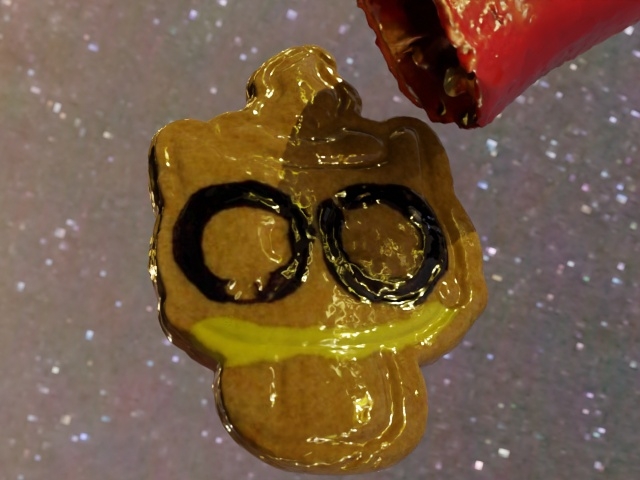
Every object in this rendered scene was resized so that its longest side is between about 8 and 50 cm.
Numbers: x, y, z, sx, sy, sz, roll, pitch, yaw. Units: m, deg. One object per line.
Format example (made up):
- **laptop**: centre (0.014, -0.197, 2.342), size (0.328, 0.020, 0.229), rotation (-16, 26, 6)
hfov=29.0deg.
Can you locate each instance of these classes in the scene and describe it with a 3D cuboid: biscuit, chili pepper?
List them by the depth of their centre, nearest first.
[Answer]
- **biscuit**: centre (0.000, 0.000, 0.755), size (0.041, 0.208, 0.290), rotation (114, -28, -61)
- **chili pepper**: centre (0.187, -0.203, 0.776), size (0.338, 0.134, 0.131), rotation (-33, 177, -11)
